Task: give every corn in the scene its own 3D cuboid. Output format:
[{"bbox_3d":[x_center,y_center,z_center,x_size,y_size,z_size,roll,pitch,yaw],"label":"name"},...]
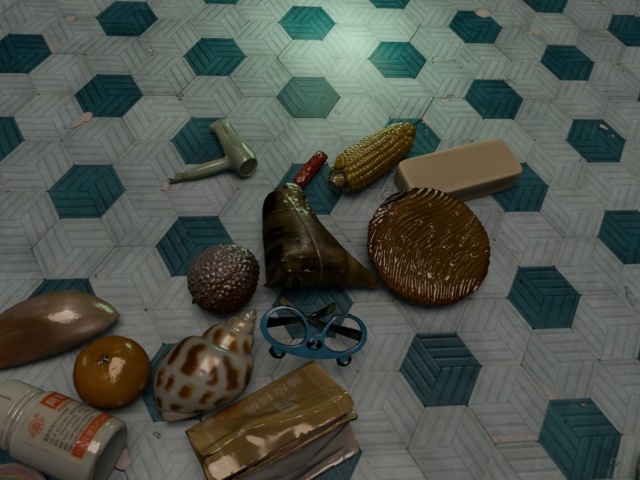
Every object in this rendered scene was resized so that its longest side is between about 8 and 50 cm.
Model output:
[{"bbox_3d":[0.144,-0.231,1.625,0.119,0.119,0.322,41,58,19],"label":"corn"}]

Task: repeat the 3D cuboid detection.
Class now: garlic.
[{"bbox_3d":[-0.611,0.186,1.294,0.318,0.112,0.143,-23,65,-7],"label":"garlic"}]

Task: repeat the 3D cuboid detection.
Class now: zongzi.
[{"bbox_3d":[0.000,0.000,1.463,0.288,0.134,0.286,7,52,-18],"label":"zongzi"}]

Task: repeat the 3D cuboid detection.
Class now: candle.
[{"bbox_3d":[-0.042,-0.185,1.612,0.048,0.053,0.162,29,61,19],"label":"candle"}]

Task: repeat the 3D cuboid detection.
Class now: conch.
[{"bbox_3d":[-0.232,0.259,1.247,0.183,0.148,0.275,39,62,17],"label":"conch"}]

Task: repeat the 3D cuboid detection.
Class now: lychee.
[{"bbox_3d":[-0.228,0.090,1.361,0.165,0.197,0.165,31,44,-36],"label":"lychee"}]

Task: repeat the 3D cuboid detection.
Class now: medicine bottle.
[{"bbox_3d":[-0.520,0.374,1.149,0.252,0.144,0.144,18,57,6],"label":"medicine bottle"}]

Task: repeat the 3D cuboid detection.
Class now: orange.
[{"bbox_3d":[-0.435,0.272,1.233,0.156,0.124,0.156,5,57,-7],"label":"orange"}]

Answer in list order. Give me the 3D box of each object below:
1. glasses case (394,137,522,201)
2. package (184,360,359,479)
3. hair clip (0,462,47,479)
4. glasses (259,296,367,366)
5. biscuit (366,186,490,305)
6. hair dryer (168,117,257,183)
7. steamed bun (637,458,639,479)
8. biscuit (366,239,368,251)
[{"bbox_3d":[0.380,-0.182,1.638,0.336,0.076,0.144,-14,61,-15],"label":"glasses case"},{"bbox_3d":[-0.090,0.380,1.177,0.311,0.165,0.221,-23,63,-20],"label":"package"},{"bbox_3d":[-0.580,0.512,1.114,0.140,0.054,0.220,-15,57,-8],"label":"hair clip"},{"bbox_3d":[-0.024,0.169,1.329,0.239,0.102,0.207,8,31,-16],"label":"glasses"},{"bbox_3d":[0.270,0.010,1.467,0.318,0.040,0.318,3,68,-8],"label":"biscuit"},{"bbox_3d":[-0.312,-0.224,1.612,0.237,0.075,0.206,-29,57,-13],"label":"hair dryer"},{"bbox_3d":[0.738,0.485,1.241,0.112,0.091,0.130,37,61,15],"label":"steamed bun"},{"bbox_3d":[0.228,0.013,1.517,0.226,0.042,0.226,4,59,-6],"label":"biscuit"}]
